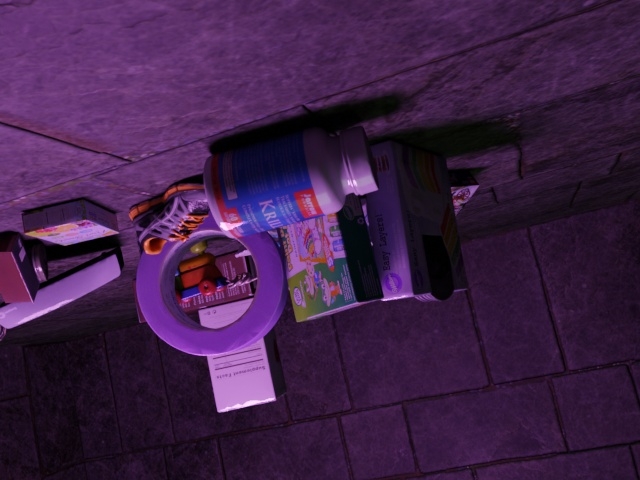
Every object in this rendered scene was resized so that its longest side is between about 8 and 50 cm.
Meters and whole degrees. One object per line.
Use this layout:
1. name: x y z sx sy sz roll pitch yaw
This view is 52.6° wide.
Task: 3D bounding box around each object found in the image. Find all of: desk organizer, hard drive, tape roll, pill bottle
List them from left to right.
1. desk organizer: -0.538 0.051 1.129 0.050 0.047 0.130 -2 133 -4
2. hard drive: -0.519 0.093 1.310 0.254 0.054 0.172 -27 -170 -11
3. tape roll: -0.201 0.077 1.225 0.274 0.275 0.090 -13 173 4
4. pill bottle: -0.037 -0.086 0.893 0.221 0.124 0.124 -14 172 11

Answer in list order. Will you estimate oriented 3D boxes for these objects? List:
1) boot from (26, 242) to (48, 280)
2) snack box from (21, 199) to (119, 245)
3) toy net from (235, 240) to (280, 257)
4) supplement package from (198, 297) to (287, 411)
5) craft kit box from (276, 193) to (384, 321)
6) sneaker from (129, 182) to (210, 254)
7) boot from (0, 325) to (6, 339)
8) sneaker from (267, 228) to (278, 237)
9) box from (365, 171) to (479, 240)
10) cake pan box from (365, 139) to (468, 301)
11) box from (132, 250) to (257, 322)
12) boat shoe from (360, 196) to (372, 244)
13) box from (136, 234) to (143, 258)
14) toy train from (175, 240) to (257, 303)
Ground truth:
1. boot: -0.625 0.058 1.215 0.208 0.076 0.189 -3 168 -22
2. snack box: -0.401 -0.027 1.051 0.100 0.037 0.141 -12 172 1
3. toy net: -0.112 -0.002 1.648 0.232 0.045 0.122 -14 174 22
4. supplement package: -0.222 0.327 1.884 0.175 0.293 0.177 -13 173 6
5. craft kit box: 0.000 0.000 1.100 0.061 0.250 0.246 -9 170 -24
6. sneaker: -0.231 -0.039 1.069 0.215 0.083 0.084 -21 167 39
7. boot: -0.903 0.221 1.631 0.377 0.138 0.284 -10 171 11
8. sneaker: -0.033 -0.064 1.290 0.190 0.071 0.083 -20 167 -9
9. box: 0.213 -0.073 1.406 0.233 0.044 0.159 -7 143 -32
10. cake pan box: 0.166 -0.025 1.121 0.070 0.267 0.245 -12 171 34
11. box: -0.342 0.138 1.926 0.381 0.143 0.191 -14 172 20
12. boat shoe: 0.025 -0.005 1.533 0.121 0.119 0.335 30 125 -26
13. box: -0.331 0.015 1.334 0.083 0.067 0.018 -7 172 -26
14. toy train: -0.259 0.053 1.490 0.248 0.143 0.105 -19 179 8
